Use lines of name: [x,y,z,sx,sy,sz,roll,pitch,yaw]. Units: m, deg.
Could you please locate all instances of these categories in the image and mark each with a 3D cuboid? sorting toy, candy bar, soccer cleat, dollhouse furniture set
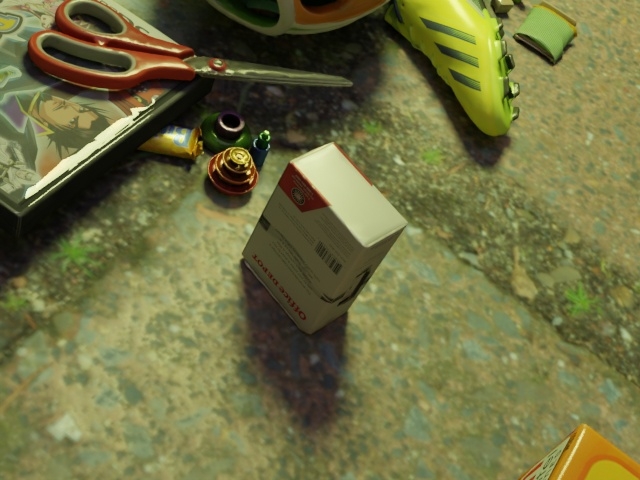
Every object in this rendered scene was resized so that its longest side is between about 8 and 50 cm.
sorting toy: [-0.077,-0.090,1.010,0.061,0.042,0.102,2,55,-21]
candy bar: [-0.186,-0.104,0.992,0.161,0.018,0.040,11,53,-14]
soccer cleat: [0.138,-0.232,1.187,0.121,0.093,0.289,-18,67,11]
dollhouse furniture set: [0.241,-0.284,1.268,0.151,0.058,0.076,35,51,5]

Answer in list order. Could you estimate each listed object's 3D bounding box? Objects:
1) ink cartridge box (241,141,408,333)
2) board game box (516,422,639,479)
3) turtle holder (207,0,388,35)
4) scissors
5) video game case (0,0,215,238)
ink cartridge box: [0.000,0.000,0.917,0.056,0.135,0.099,-29,71,-38]
board game box: [0.123,0.391,0.539,0.356,0.356,0.356,38,51,7]
turtle holder: [-0.046,-0.349,1.086,0.320,0.243,0.227,39,70,-1]
scissors: [-0.114,-0.153,0.992,0.297,0.021,0.109,16,44,-10]
video game case: [-0.269,-0.151,0.960,0.248,0.035,0.275,35,46,9]
